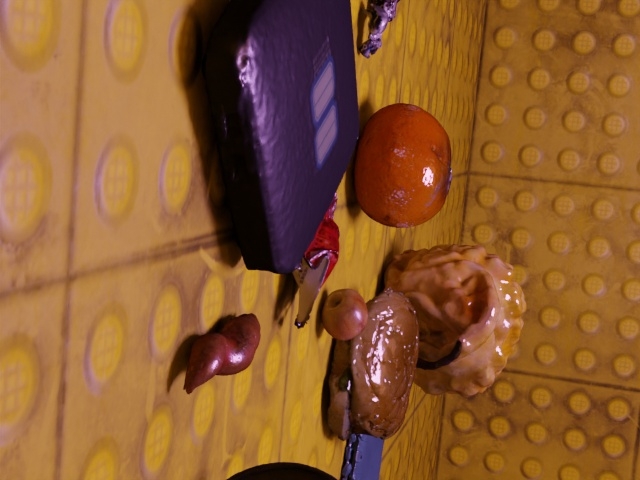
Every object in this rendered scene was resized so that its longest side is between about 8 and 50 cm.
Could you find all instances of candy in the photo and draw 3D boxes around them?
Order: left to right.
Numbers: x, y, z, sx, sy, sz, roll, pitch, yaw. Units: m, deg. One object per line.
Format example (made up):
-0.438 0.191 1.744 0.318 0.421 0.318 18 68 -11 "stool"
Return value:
0.110 -0.408 1.705 0.094 0.051 0.226 96 13 -50 "candy"

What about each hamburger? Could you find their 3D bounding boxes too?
0.106 0.235 1.819 0.265 0.134 0.285 67 31 -66 "hamburger"

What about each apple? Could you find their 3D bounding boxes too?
0.038 0.122 1.624 0.071 0.084 0.084 53 39 -30 "apple"

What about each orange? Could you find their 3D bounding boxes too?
0.151 -0.133 1.742 0.224 0.170 0.224 8 90 -77 "orange"

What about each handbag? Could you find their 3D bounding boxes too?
0.083 0.443 1.998 0.144 0.057 0.221 37 62 -65 "handbag"

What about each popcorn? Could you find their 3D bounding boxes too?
0.273 0.180 2.073 0.382 0.348 0.349 -57 151 -72 "popcorn"

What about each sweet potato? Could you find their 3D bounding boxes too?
-0.106 0.125 1.126 0.055 0.058 0.202 -65 171 15 "sweet potato"

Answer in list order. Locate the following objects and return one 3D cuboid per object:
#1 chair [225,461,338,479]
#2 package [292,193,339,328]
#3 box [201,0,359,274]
-0.027 0.471 1.262 0.401 0.226 0.227 79 23 -52 "chair"
0.000 0.000 1.446 0.269 0.071 0.194 -67 173 -55 "package"
-0.036 -0.181 1.180 0.359 0.091 0.350 -67 158 -44 "box"
